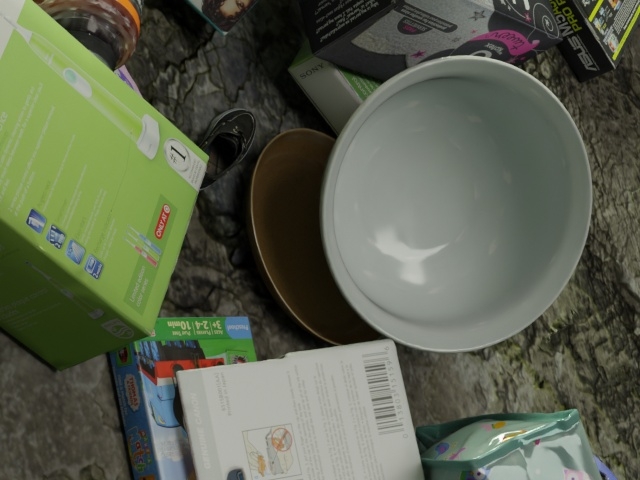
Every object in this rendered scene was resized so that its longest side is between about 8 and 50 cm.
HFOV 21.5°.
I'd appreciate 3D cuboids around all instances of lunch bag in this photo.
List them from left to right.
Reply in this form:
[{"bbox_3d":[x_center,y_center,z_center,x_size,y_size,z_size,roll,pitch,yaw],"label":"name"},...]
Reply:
[{"bbox_3d":[0.172,0.286,1.640,0.160,0.262,0.223,-21,91,-24],"label":"lunch bag"}]

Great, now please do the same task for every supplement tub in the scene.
[{"bbox_3d":[-0.210,-0.220,1.514,0.106,0.106,0.198,35,42,-36],"label":"supplement tub"}]

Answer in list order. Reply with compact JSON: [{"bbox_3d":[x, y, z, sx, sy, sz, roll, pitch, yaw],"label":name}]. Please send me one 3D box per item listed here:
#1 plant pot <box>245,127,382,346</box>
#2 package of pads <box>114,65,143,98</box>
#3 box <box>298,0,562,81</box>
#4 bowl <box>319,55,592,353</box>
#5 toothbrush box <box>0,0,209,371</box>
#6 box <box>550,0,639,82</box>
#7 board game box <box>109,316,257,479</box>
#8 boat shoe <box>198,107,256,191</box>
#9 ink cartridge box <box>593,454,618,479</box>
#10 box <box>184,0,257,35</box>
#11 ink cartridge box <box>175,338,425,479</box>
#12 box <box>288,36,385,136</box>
[{"bbox_3d":[0.000,0.000,1.740,0.236,0.032,0.236,25,56,-42],"label":"plant pot"},{"bbox_3d":[-0.192,-0.131,1.565,0.083,0.032,0.050,61,37,-9],"label":"package of pads"},{"bbox_3d":[0.112,-0.257,1.769,0.247,0.163,0.142,12,57,-50],"label":"box"},{"bbox_3d":[0.116,-0.042,1.721,0.298,0.134,0.297,-3,99,-21],"label":"bowl"},{"bbox_3d":[-0.248,-0.061,1.389,0.283,0.122,0.206,42,44,-32],"label":"toothbrush box"},{"bbox_3d":[0.370,-0.379,2.357,0.216,0.060,0.270,55,40,-19],"label":"box"},{"bbox_3d":[-0.108,0.174,1.516,0.160,0.039,0.211,2,72,-52],"label":"board game box"},{"bbox_3d":[-0.094,-0.090,1.660,0.049,0.040,0.142,56,39,-16],"label":"boat shoe"},{"bbox_3d":[0.370,0.430,1.888,0.270,0.151,0.395,-4,78,-52],"label":"ink cartridge box"},{"bbox_3d":[-0.054,-0.329,1.677,0.100,0.244,0.060,42,3,-31],"label":"box"},{"bbox_3d":[-0.012,0.240,1.528,0.239,0.060,0.275,-5,78,-32],"label":"ink cartridge box"},{"bbox_3d":[0.095,-0.190,1.903,0.232,0.058,0.322,52,33,-18],"label":"box"}]
